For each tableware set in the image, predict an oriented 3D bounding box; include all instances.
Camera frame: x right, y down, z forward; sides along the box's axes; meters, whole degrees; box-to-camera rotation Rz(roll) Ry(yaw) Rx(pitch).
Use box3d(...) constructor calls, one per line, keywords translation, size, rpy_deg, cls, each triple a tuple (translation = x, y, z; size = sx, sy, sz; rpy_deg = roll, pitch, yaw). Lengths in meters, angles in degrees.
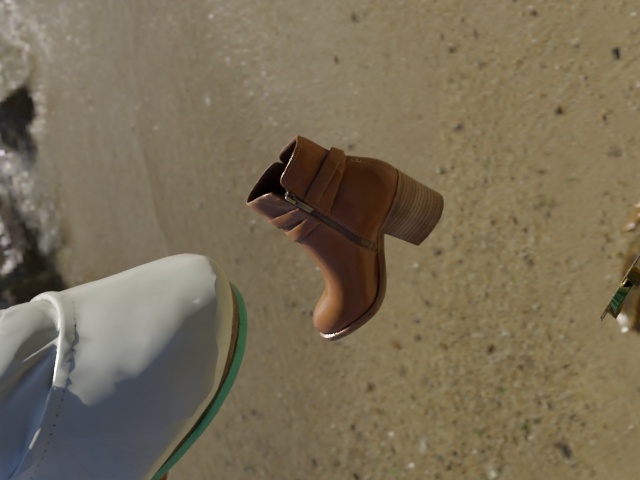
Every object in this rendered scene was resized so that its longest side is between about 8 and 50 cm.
box3d(translation=(0.385, 0.065, 1.500), size=(0.024, 0.104, 0.154), rpy_deg=(32, 169, 12), cls="tableware set")

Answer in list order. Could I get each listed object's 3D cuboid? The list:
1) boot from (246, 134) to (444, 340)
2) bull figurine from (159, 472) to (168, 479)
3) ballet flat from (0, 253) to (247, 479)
box3d(translation=(0.000, 0.000, 1.553), size=(0.283, 0.220, 0.109), rpy_deg=(-52, 26, 37), cls="boot")
box3d(translation=(-0.249, 0.298, 1.310), size=(0.310, 0.101, 0.188), rpy_deg=(128, 155, -48), cls="bull figurine")
box3d(translation=(-0.198, 0.114, 0.680), size=(0.400, 0.139, 0.139), rpy_deg=(-35, 73, 43), cls="ballet flat")
